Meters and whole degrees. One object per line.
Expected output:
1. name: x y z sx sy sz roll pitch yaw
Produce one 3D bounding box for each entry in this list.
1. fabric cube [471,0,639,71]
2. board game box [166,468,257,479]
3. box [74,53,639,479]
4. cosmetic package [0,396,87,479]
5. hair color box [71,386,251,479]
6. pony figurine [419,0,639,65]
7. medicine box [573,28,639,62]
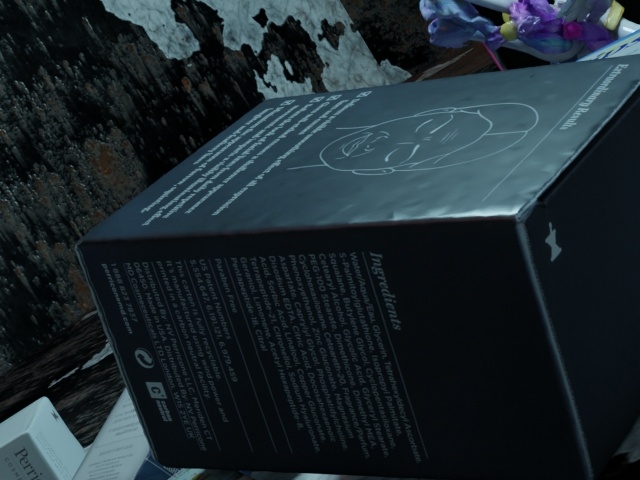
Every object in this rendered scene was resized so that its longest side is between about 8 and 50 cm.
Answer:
1. fabric cube: 0.374 -0.325 2.478 0.254 0.259 0.258 -31 6 10
2. board game box: -0.125 0.277 1.277 0.224 0.098 0.303 -33 9 -14
3. box: 0.068 0.019 1.307 0.395 0.212 0.293 -3 25 36
4. cosmetic package: -0.336 0.289 1.790 0.183 0.151 0.151 -32 8 4
5. hair color box: -0.097 0.125 1.630 0.174 0.105 0.347 -22 35 57
6. pony figurine: 0.314 -0.271 2.159 0.363 0.303 0.351 24 30 27
7. medicine box: 0.287 -0.099 1.810 0.263 0.149 0.289 -26 11 36
